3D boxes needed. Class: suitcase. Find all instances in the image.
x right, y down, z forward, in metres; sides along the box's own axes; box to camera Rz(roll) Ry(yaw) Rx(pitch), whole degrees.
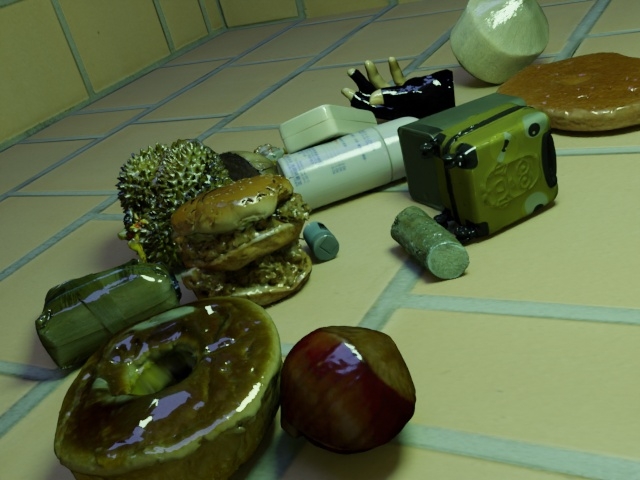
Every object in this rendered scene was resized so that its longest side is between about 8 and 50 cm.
[{"bbox_3d":[0.303,-0.130,1.354,0.235,0.193,0.143,-26,30,-16],"label":"suitcase"}]

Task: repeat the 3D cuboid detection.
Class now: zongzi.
[{"bbox_3d":[-0.387,0.098,1.385,0.251,0.125,0.274,-22,21,-10],"label":"zongzi"}]

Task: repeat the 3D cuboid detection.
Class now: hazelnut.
[{"bbox_3d":[0.034,0.187,0.954,0.170,0.160,0.201,0,-10,5],"label":"hazelnut"}]

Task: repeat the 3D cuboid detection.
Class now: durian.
[{"bbox_3d":[-0.301,-0.076,1.569,0.258,0.258,0.292,-15,36,3],"label":"durian"}]

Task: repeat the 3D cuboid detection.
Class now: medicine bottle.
[{"bbox_3d":[0.084,-0.170,1.633,0.341,0.130,0.130,-20,26,-7],"label":"medicine bottle"}]

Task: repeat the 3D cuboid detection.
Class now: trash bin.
[{"bbox_3d":[0.296,-0.183,1.512,0.241,0.164,0.122,-23,27,-22],"label":"trash bin"}]

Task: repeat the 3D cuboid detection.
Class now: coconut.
[{"bbox_3d":[0.486,-0.562,2.008,0.237,0.237,0.266,-27,-11,-21],"label":"coconut"}]

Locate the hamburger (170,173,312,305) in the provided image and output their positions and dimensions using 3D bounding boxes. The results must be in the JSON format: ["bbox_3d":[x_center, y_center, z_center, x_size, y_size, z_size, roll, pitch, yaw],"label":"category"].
[{"bbox_3d":[-0.128,-0.005,1.353,0.261,0.211,0.245,-9,21,25],"label":"hamburger"}]

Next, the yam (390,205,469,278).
[{"bbox_3d":[0.184,0.003,1.299,0.078,0.078,0.179,-21,30,-9],"label":"yam"}]

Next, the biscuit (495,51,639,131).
[{"bbox_3d":[0.609,-0.344,1.745,0.350,0.078,0.455,-20,27,-14],"label":"biscuit"}]

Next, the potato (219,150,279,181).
[{"bbox_3d":[-0.165,-0.171,1.800,0.100,0.120,0.261,-27,28,-36],"label":"potato"}]

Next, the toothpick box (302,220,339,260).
[{"bbox_3d":[0.000,0.000,1.432,0.052,0.052,0.083,-20,25,-9],"label":"toothpick box"}]

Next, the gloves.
[{"bbox_3d":[0.206,-0.386,1.958,0.301,0.152,0.197,13,24,3],"label":"gloves"}]

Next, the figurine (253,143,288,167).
[{"bbox_3d":[-0.110,-0.197,1.880,0.143,0.068,0.101,12,40,24],"label":"figurine"}]

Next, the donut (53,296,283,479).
[{"bbox_3d":[-0.193,0.217,1.003,0.330,0.159,0.330,-8,30,5],"label":"donut"}]

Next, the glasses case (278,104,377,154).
[{"bbox_3d":[0.028,-0.252,1.739,0.131,0.070,0.313,-21,-3,24],"label":"glasses case"}]
